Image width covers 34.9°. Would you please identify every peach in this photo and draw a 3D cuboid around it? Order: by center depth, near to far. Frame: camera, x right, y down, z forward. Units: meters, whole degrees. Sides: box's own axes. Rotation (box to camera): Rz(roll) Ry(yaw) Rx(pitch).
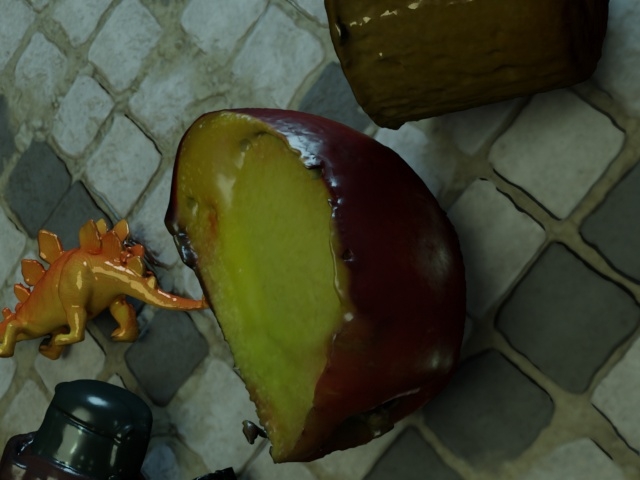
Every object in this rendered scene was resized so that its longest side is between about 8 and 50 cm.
[{"bbox_3d":[0.006,0.003,0.699,0.159,0.153,0.267,-53,47,25],"label":"peach"}]

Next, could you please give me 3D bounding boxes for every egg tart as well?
[{"bbox_3d":[0.100,-0.170,0.650,0.147,0.202,0.203,3,82,26],"label":"egg tart"}]

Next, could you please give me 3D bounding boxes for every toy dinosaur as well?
[{"bbox_3d":[-0.204,0.036,0.891,0.288,0.070,0.117,-16,72,26],"label":"toy dinosaur"}]

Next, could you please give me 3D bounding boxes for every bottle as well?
[{"bbox_3d":[-0.213,0.245,0.808,0.156,0.143,0.271,22,92,35],"label":"bottle"}]

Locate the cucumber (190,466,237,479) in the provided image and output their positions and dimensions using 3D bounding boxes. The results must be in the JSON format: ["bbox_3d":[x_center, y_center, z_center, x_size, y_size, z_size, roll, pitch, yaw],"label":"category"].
[{"bbox_3d":[-0.041,0.305,0.726,0.067,0.067,0.294,-36,65,24],"label":"cucumber"}]
